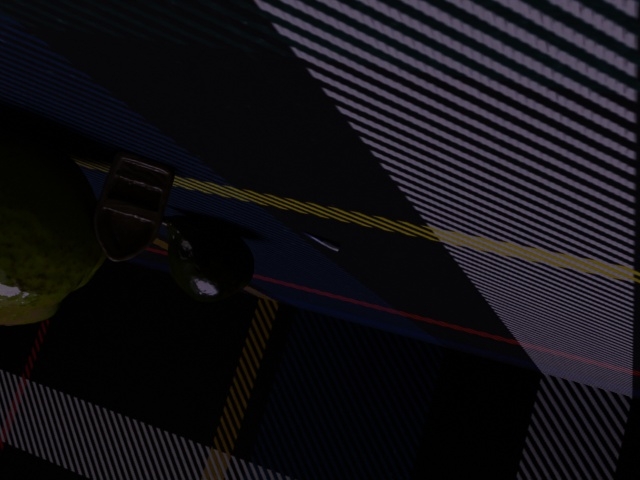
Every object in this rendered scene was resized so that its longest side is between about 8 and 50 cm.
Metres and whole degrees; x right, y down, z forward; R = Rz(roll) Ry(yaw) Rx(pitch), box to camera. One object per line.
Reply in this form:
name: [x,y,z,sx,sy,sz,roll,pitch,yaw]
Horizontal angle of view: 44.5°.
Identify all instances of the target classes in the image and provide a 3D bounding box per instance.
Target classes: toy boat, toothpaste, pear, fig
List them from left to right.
pear: [-0.568,-0.022,1.409,0.390,0.391,0.391,17,170,3]
toy boat: [-0.333,-0.053,1.382,0.116,0.188,0.061,18,178,-7]
fig: [-0.267,0.027,1.784,0.245,0.195,0.195,56,158,-12]
toothpaste: [0.000,0.000,1.585,0.083,0.015,0.024,24,170,-2]
